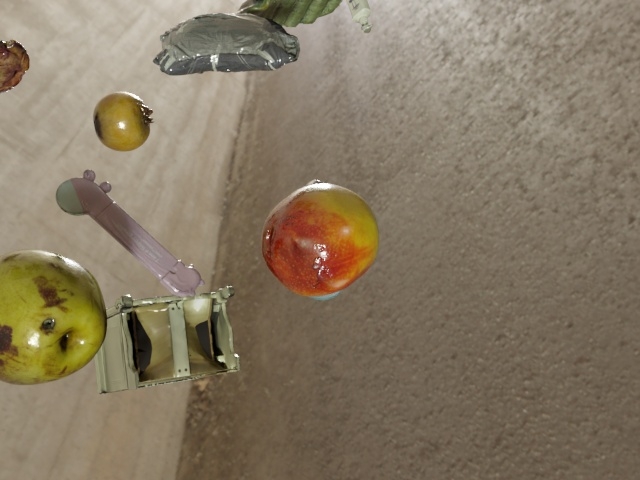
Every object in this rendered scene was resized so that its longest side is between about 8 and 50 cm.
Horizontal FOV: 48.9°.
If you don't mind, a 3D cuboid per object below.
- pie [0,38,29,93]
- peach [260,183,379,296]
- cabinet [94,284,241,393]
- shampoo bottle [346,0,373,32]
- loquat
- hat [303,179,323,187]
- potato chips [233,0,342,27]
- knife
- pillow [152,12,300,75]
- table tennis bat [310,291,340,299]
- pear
[{"bbox_3d":[-0.567,-0.316,1.260,0.092,0.034,0.170,-27,-11,-19],"label":"pie"},{"bbox_3d":[0.000,0.000,1.368,0.231,0.231,0.231,-42,22,22],"label":"peach"},{"bbox_3d":[-0.394,0.248,1.776,0.318,0.289,0.228,-24,72,57],"label":"cabinet"},{"bbox_3d":[0.079,-0.483,1.455,0.049,0.034,0.141,-34,57,35],"label":"shampoo bottle"},{"bbox_3d":[-0.502,-0.301,1.783,0.163,0.163,0.137,-46,-6,13],"label":"loquat"},{"bbox_3d":[0.004,-0.058,1.863,0.205,0.089,0.206,6,97,61],"label":"hat"},{"bbox_3d":[-0.079,-0.615,1.837,0.358,0.070,0.429,-23,6,-15],"label":"potato chips"},{"bbox_3d":[-0.442,-0.005,1.651,0.132,0.398,0.038,-53,9,-35],"label":"knife"},{"bbox_3d":[-0.213,-0.442,1.603,0.093,0.335,0.162,79,-167,-62],"label":"pillow"},{"bbox_3d":[-0.027,0.050,1.598,0.124,0.201,0.033,-43,6,18],"label":"table tennis bat"},{"bbox_3d":[-0.558,0.154,1.379,0.283,0.283,0.284,-42,22,22],"label":"pear"}]
